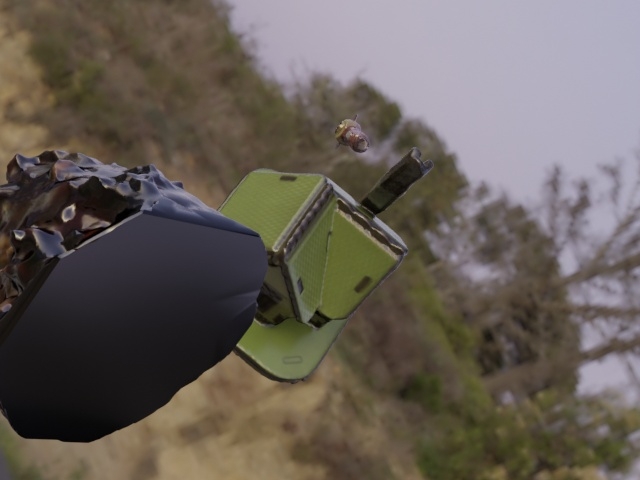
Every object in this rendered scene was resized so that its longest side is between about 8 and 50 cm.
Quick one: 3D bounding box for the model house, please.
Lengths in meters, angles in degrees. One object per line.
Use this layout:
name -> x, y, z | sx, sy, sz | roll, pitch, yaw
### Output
model house -> 0.000, 0.000, 1.676 | 0.205, 0.218, 0.278 | 39, -30, -8

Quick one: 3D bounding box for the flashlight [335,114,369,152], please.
flashlight -> 0.038, -0.129, 1.923 | 0.031, 0.052, 0.110 | 31, 6, -16

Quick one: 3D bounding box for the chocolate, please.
chocolate -> -0.177, 0.015, 1.128 | 0.224, 0.206, 0.177 | 13, 29, -51
